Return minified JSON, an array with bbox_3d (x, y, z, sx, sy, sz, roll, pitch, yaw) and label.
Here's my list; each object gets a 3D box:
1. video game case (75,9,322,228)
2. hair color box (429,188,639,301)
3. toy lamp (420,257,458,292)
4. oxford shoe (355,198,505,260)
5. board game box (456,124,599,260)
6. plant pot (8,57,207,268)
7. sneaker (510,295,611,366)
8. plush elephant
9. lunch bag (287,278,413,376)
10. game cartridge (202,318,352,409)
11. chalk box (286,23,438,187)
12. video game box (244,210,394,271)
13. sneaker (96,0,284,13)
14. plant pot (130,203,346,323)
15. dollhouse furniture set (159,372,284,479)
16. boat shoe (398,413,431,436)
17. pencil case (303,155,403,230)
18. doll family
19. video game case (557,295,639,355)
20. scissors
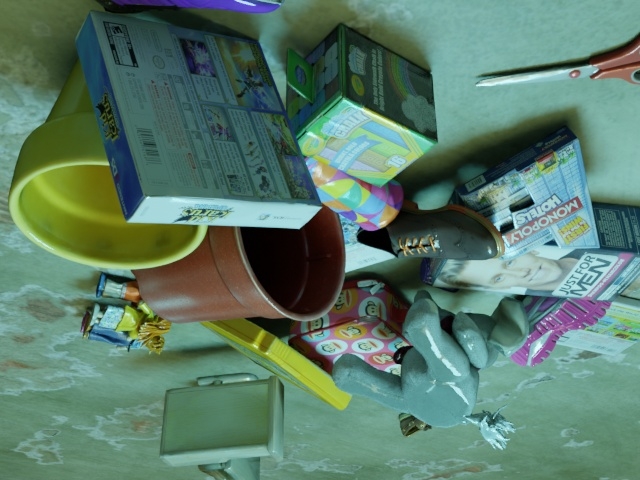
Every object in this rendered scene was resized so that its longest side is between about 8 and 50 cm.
[{"bbox_3d":[-0.148,-0.142,1.066,0.244,0.269,0.061,1,148,-39],"label":"video game case"},{"bbox_3d":[0.380,0.014,1.533,0.347,0.105,0.174,6,147,-8],"label":"hair color box"},{"bbox_3d":[0.324,0.063,1.640,0.275,0.080,0.080,3,148,-10],"label":"toy lamp"},{"bbox_3d":[0.171,0.001,1.396,0.271,0.098,0.097,10,128,50],"label":"oxford shoe"},{"bbox_3d":[0.343,-0.046,1.365,0.194,0.060,0.194,-31,116,12],"label":"board game box"},{"bbox_3d":[-0.271,-0.124,1.181,0.254,0.239,0.254,-1,148,0],"label":"plant pot"},{"bbox_3d":[0.462,0.132,1.732,0.252,0.111,0.103,-39,122,16],"label":"sneaker"},{"bbox_3d":[0.239,0.201,1.630,0.330,0.255,0.272,34,129,-7],"label":"plush elephant"},{"bbox_3d":[0.098,0.191,1.797,0.258,0.120,0.293,-17,144,24],"label":"lunch bag"},{"bbox_3d":[-0.118,0.218,1.763,0.285,0.052,0.324,21,166,41],"label":"game cartridge"},{"bbox_3d":[0.035,-0.186,1.187,0.213,0.132,0.132,21,142,-29],"label":"chalk box"},{"bbox_3d":[0.000,0.000,1.561,0.205,0.048,0.187,-18,146,26],"label":"video game box"},{"bbox_3d":[-0.189,-0.316,1.022,0.293,0.102,0.146,15,152,-16],"label":"sneaker"},{"bbox_3d":[-0.144,0.015,1.406,0.265,0.272,0.272,-14,146,34],"label":"plant pot"},{"bbox_3d":[-0.171,0.475,2.020,0.256,0.362,0.394,-7,147,11],"label":"dollhouse furniture set"},{"bbox_3d":[0.277,0.469,2.295,0.064,0.060,0.178,23,141,-32],"label":"boat shoe"},{"bbox_3d":[0.029,-0.102,1.351,0.104,0.104,0.236,-22,142,31],"label":"pencil case"},{"bbox_3d":[-0.388,0.177,1.771,0.163,0.118,0.263,12,146,-20],"label":"doll family"},{"bbox_3d":[0.601,0.178,1.870,0.227,0.026,0.206,13,145,-19],"label":"video game case"},{"bbox_3d":[0.373,-0.230,1.221,0.297,0.021,0.109,-15,147,20],"label":"scissors"}]
